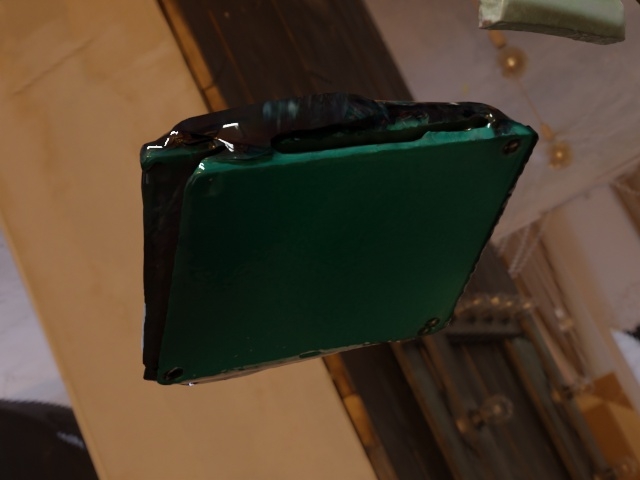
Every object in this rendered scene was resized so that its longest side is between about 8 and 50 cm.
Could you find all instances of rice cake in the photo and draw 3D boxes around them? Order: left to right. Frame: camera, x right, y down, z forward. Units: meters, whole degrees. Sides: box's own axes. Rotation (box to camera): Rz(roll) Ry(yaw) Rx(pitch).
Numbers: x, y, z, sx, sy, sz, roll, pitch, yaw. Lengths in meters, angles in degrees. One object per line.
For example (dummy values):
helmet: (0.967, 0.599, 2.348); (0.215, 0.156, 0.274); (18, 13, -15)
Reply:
rice cake: (0.226, -0.236, 0.981); (0.222, 0.080, 0.042); (-5, 4, -43)

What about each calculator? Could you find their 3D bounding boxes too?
calculator: (0.000, 0.000, 0.732); (0.274, 0.058, 0.248); (-10, -38, -21)

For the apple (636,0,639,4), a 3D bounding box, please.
apple: (0.222, -0.221, 0.325); (0.346, 0.179, 0.254); (-51, -50, -4)
